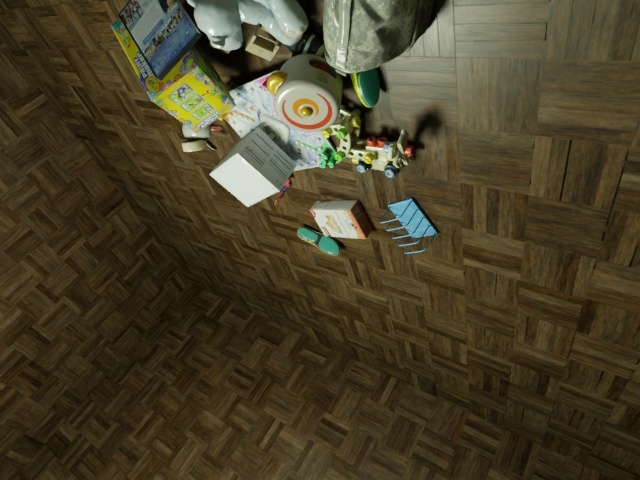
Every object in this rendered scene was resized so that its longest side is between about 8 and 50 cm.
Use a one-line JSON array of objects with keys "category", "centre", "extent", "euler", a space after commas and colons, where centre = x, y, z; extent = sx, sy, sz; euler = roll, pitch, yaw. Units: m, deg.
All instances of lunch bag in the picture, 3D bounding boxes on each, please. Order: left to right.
[{"category": "lunch bag", "centre": [0.112, -0.535, 0.902], "extent": [0.212, 0.256, 0.305], "euler": [28, 150, 16]}]

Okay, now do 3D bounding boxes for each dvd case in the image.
[{"category": "dvd case", "centre": [-0.454, -0.602, 1.207], "extent": [0.180, 0.022, 0.253], "euler": [-37, 78, 21]}]

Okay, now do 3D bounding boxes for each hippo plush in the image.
[{"category": "hippo plush", "centre": [-0.186, -0.571, 1.099], "extent": [0.234, 0.236, 0.294], "euler": [53, 180, -7]}]

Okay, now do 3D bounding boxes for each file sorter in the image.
[{"category": "file sorter", "centre": [0.313, -0.048, 1.548], "extent": [0.170, 0.104, 0.118], "euler": [49, 149, -19]}]

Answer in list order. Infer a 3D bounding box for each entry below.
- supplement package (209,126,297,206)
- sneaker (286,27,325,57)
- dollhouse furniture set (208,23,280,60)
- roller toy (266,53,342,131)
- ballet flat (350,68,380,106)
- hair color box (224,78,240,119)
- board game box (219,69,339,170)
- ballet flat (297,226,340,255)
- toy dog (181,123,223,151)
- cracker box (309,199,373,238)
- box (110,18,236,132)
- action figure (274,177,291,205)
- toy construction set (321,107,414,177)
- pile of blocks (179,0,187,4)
[{"category": "supplement package", "centre": [-0.260, -0.270, 1.646], "extent": [0.204, 0.145, 0.261], "euler": [41, 149, -23]}, {"category": "sneaker", "centre": [-0.068, -0.542, 1.289], "extent": [0.121, 0.079, 0.217], "euler": [44, 143, -6]}, {"category": "dollhouse furniture set", "centre": [-0.223, -0.636, 1.303], "extent": [0.183, 0.130, 0.129], "euler": [16, 161, -25]}, {"category": "roller toy", "centre": [-0.035, -0.414, 1.233], "extent": [0.191, 0.146, 0.209], "euler": [-5, 148, 18]}, {"category": "ballet flat", "centre": [0.107, -0.483, 1.189], "extent": [0.077, 0.077, 0.231], "euler": [38, 157, 47]}, {"category": "hair color box", "centre": [-0.329, -0.514, 1.630], "extent": [0.093, 0.053, 0.167], "euler": [37, 150, -4]}, {"category": "board game box", "centre": [-0.173, -0.392, 1.574], "extent": [0.389, 0.050, 0.390], "euler": [-1, 140, 44]}, {"category": "ballet flat", "centre": [0.000, 0.000, 2.019], "extent": [0.232, 0.080, 0.073], "euler": [31, 179, 17]}, {"category": "toy dog", "centre": [-0.464, -0.457, 1.726], "extent": [0.160, 0.334, 0.220], "euler": [-5, 129, -7]}, {"category": "cracker box", "centre": [0.083, -0.087, 1.783], "extent": [0.232, 0.067, 0.156], "euler": [5, 137, 45]}, {"category": "box", "centre": [-0.453, -0.549, 1.376], "extent": [0.290, 0.177, 0.279], "euler": [59, -173, 12]}, {"category": "action figure", "centre": [-0.227, -0.216, 1.876], "extent": [0.091, 0.139, 0.280], "euler": [48, 147, -21]}, {"category": "toy construction set", "centre": [0.161, -0.299, 1.324], "extent": [0.327, 0.151, 0.215], "euler": [29, 152, 36]}, {"category": "pile of blocks", "centre": [-0.434, -0.790, 1.312], "extent": [0.362, 0.149, 0.112], "euler": [19, 179, 42]}]
